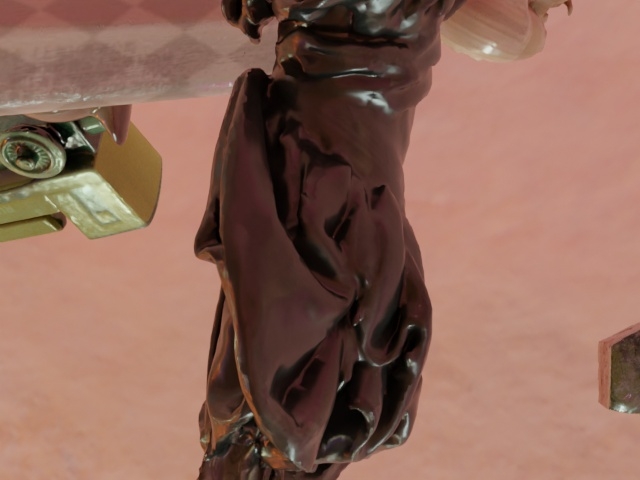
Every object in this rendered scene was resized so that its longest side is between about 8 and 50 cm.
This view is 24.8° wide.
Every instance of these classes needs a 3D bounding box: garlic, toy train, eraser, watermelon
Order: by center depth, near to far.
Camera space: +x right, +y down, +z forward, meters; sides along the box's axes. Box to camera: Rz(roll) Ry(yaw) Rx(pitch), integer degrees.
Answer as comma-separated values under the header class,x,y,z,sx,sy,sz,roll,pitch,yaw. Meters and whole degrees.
class,x,y,z,sx,sy,sz,roll,pitch,yaw
watermelon,0.254,0.104,1.205,0.072,0.084,0.092,-3,155,42
eraser,-0.218,-0.224,1.283,0.082,0.397,0.213,-51,55,50
garlic,0.204,-0.312,1.629,0.203,0.281,0.184,28,110,-7
toy train,-0.406,-0.094,1.892,0.397,0.160,0.253,-12,141,23

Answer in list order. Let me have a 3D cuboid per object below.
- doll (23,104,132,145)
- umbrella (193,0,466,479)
class,x,y,z,sx,sy,sz,roll,pitch,yaw
doll,-0.356,-0.262,1.583,0.370,0.226,0.215,18,149,19
umbrella,0.003,0.001,0.575,0.094,0.143,0.348,11,88,43
